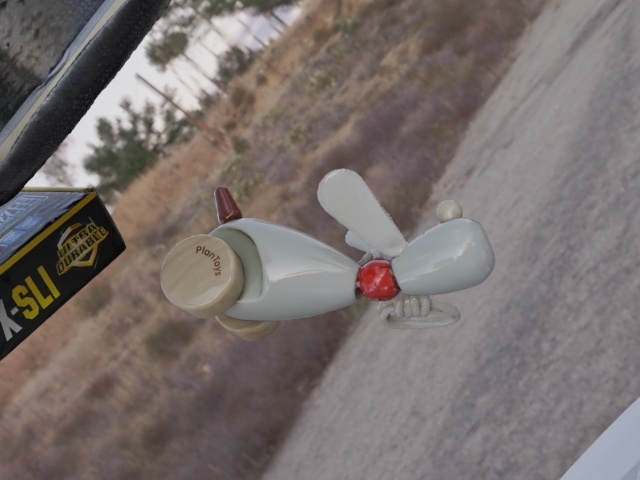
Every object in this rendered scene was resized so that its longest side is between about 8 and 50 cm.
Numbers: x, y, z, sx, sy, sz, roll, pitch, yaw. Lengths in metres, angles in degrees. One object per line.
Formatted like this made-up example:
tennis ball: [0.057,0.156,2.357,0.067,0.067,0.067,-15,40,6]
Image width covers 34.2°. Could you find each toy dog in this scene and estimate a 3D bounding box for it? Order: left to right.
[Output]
toy dog: [0.000,0.000,1.093,0.220,0.333,0.161,103,163,-70]

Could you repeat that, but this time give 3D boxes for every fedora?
fedora: [-0.245,-0.178,0.872,0.334,0.152,0.334,-45,18,19]

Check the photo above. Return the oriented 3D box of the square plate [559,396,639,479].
square plate: [0.224,0.280,0.939,0.347,0.049,0.344,-39,-16,-51]

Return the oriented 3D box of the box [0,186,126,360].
box: [-0.380,0.066,0.998,0.257,0.079,0.322,6,41,43]
